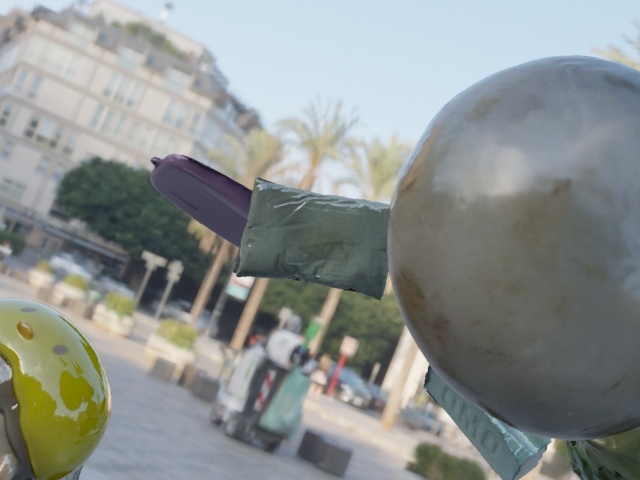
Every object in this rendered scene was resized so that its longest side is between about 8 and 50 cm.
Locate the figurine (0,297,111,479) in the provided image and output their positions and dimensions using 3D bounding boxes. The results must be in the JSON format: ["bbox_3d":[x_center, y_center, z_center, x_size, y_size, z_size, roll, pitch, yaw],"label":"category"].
[{"bbox_3d":[-0.385,0.192,1.147,0.215,0.343,0.187,55,-20,24],"label":"figurine"}]

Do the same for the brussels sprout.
[{"bbox_3d":[0.374,0.238,1.325,0.223,0.161,0.223,48,-11,12],"label":"brussels sprout"}]

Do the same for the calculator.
[{"bbox_3d":[-0.151,-0.049,1.824,0.294,0.043,0.194,32,-21,-15],"label":"calculator"}]

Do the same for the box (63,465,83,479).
[{"bbox_3d":[-0.579,0.397,1.686,0.396,0.397,0.111,5,-39,5],"label":"box"}]

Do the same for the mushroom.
[{"bbox_3d":[0.227,0.008,1.087,0.362,0.362,0.294,24,-14,-18],"label":"mushroom"}]

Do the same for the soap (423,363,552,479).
[{"bbox_3d":[0.234,0.246,1.610,0.198,0.063,0.114,49,-23,25],"label":"soap"}]

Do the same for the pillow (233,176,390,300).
[{"bbox_3d":[0.000,0.000,1.614,0.229,0.148,0.050,9,16,-12],"label":"pillow"}]
